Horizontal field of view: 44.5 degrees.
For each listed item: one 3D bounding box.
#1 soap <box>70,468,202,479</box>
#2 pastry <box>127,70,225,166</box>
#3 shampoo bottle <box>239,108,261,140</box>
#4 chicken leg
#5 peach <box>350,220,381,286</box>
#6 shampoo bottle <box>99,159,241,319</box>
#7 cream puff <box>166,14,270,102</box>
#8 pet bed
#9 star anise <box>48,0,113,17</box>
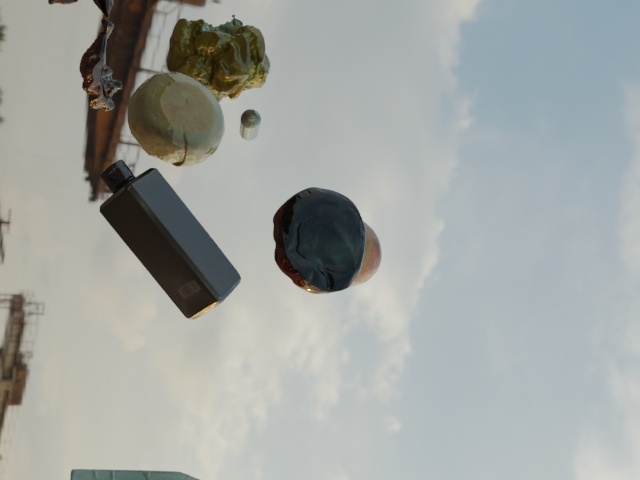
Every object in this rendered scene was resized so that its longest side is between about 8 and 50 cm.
[{"bbox_3d":[-0.233,0.395,1.084,0.145,0.230,0.091,-111,-149,-57],"label":"soap"},{"bbox_3d":[-0.223,-0.194,1.227,0.092,0.156,0.157,-24,-116,50],"label":"pastry"},{"bbox_3d":[-0.184,-0.313,2.058,0.195,0.056,0.056,131,-40,-79],"label":"shampoo bottle"},{"bbox_3d":[-0.470,-0.365,1.665,0.048,0.089,0.219,37,-37,30],"label":"chicken leg"},{"bbox_3d":[0.058,0.028,1.868,0.184,0.184,0.184,-16,-108,59],"label":"peach"},{"bbox_3d":[-0.223,-0.007,1.121,0.080,0.079,0.246,-32,-80,32],"label":"shampoo bottle"},{"bbox_3d":[-0.203,-0.369,1.628,0.194,0.221,0.195,19,-63,42],"label":"cream puff"},{"bbox_3d":[0.000,0.000,1.376,0.053,0.201,0.201,-21,-113,49],"label":"pet bed"},{"bbox_3d":[-0.408,-0.509,1.413,0.196,0.111,0.213,2,-92,24],"label":"star anise"}]
